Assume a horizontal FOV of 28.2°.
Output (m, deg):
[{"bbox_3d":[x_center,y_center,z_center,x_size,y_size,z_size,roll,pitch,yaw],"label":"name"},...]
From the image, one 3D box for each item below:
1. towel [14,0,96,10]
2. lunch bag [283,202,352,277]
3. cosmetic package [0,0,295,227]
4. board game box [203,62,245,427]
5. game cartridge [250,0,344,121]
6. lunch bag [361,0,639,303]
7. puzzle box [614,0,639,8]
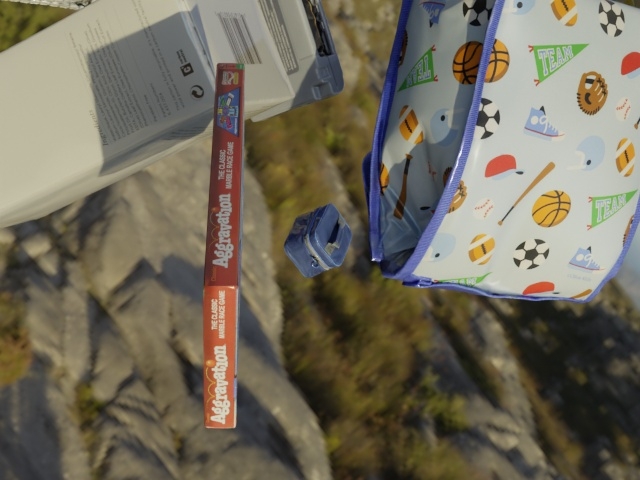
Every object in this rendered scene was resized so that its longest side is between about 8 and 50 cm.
[{"bbox_3d":[-0.522,-0.488,2.154,0.283,0.121,0.235,5,25,-23],"label":"towel"},{"bbox_3d":[0.000,0.000,1.718,0.067,0.065,0.098,51,34,-23],"label":"lunch bag"},{"bbox_3d":[-0.238,-0.139,1.329,0.155,0.365,0.197,68,21,-1],"label":"cosmetic package"},{"bbox_3d":[-0.075,-0.005,1.010,0.281,0.027,0.145,-93,-176,-50],"label":"board game box"},{"bbox_3d":[-0.084,-0.329,1.845,0.060,0.196,0.294,-22,97,-49],"label":"game cartridge"},{"bbox_3d":[0.240,-0.119,1.592,0.327,0.385,0.239,7,6,-30],"label":"lunch bag"},{"bbox_3d":[0.517,-0.278,1.831,0.272,0.052,0.409,99,-20,-67],"label":"puzzle box"}]
